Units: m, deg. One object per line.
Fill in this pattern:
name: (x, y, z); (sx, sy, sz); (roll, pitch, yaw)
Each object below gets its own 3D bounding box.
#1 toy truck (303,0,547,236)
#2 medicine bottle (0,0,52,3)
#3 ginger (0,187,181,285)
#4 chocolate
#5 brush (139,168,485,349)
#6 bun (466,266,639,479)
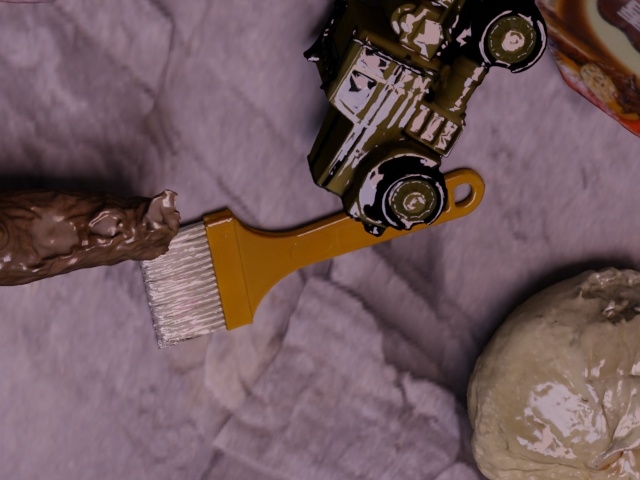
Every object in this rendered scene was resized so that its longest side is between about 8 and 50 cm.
toy truck: (0.067, -0.135, 0.983); (0.127, 0.127, 0.257); (19, 113, -17)
medicine bottle: (-0.186, -0.249, 0.772); (0.147, 0.147, 0.247); (-36, 129, 1)
ginger: (-0.234, 0.016, 0.955); (0.290, 0.122, 0.084); (-11, 94, -15)
chocolate: (0.265, -0.163, 1.037); (0.147, 0.221, 0.221); (-46, 133, -24)
brush: (0.000, 0.000, 1.106); (0.272, 0.013, 0.103); (-18, 127, -14)
bun: (0.225, 0.135, 1.221); (0.220, 0.134, 0.220); (-13, 127, -18)
